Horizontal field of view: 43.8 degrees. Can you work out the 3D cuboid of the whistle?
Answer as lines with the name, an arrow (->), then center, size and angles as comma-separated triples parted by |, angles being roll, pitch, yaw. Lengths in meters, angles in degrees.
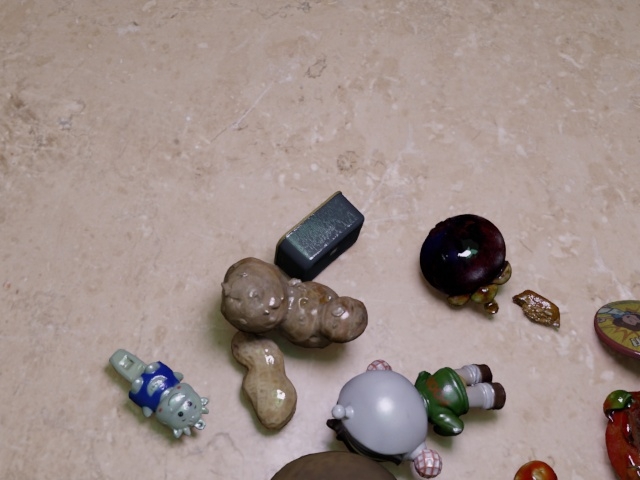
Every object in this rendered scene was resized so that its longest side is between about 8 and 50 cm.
whistle -> -0.325, 0.300, 1.597 | 0.244, 0.092, 0.110 | 37, 69, 13

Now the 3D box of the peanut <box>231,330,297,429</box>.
peanut -> -0.116, 0.276, 1.633 | 0.104, 0.085, 0.227 | -20, 63, -3

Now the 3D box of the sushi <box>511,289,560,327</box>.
sushi -> 0.483, 0.154, 1.769 | 0.118, 0.061, 0.060 | 28, 70, 32

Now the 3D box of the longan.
longan -> 0.026, 0.516, 1.419 | 0.300, 0.243, 0.300 | 6, 23, -3

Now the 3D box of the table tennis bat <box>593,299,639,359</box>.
table tennis bat -> 0.719, 0.211, 1.681 | 0.200, 0.038, 0.310 | -18, 29, -22

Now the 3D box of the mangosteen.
mangosteen -> 0.327, 0.055, 1.747 | 0.194, 0.194, 0.230 | -38, 96, -22

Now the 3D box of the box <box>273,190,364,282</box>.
box -> 0.000, 0.000, 1.760 | 0.090, 0.144, 0.201 | 44, 66, 13

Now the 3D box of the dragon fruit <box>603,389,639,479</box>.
dragon fruit -> 0.697, 0.404, 1.606 | 0.268, 0.130, 0.295 | 15, 62, 3

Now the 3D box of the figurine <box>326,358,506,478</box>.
figurine -> 0.187, 0.330, 1.580 | 0.370, 0.167, 0.281 | -9, 45, -20

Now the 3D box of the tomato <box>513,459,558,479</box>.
tomato -> 0.429, 0.478, 1.576 | 0.087, 0.075, 0.087 | 2, 58, -4

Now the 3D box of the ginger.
ginger -> -0.056, 0.135, 1.640 | 0.304, 0.244, 0.155 | 14, 82, -4
